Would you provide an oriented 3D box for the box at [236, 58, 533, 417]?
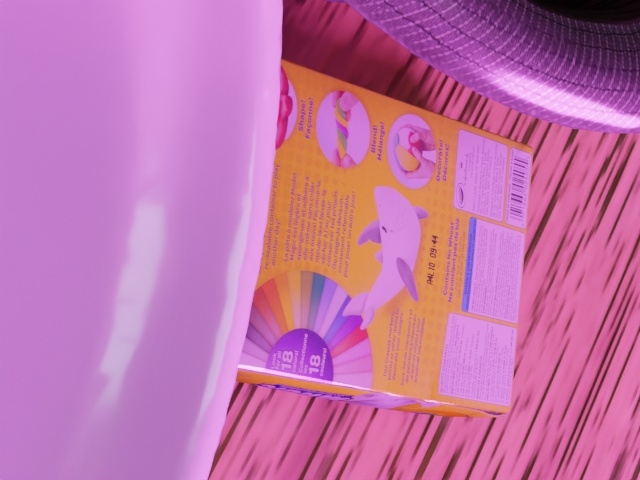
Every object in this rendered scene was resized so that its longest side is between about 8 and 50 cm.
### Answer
[{"bbox_3d":[0.000,0.000,0.585,0.179,0.043,0.105,16,77,-46],"label":"box"}]

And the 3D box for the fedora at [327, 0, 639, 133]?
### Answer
[{"bbox_3d":[0.037,-0.153,0.570,0.275,0.124,0.243,22,70,-34],"label":"fedora"}]

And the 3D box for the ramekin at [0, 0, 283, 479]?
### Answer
[{"bbox_3d":[-0.115,-0.017,0.335,0.277,0.135,0.277,8,90,-74],"label":"ramekin"}]
